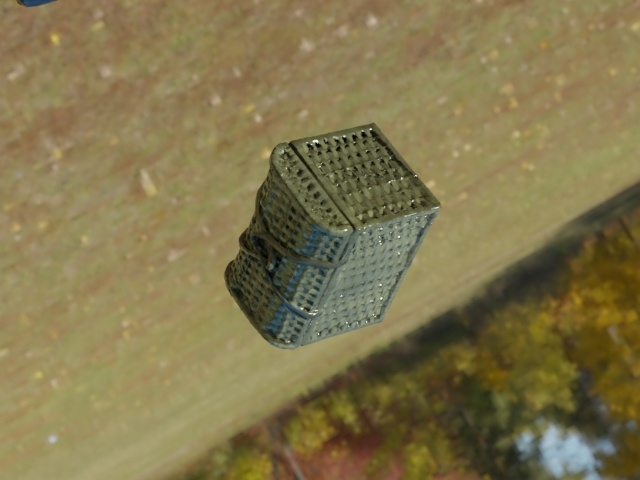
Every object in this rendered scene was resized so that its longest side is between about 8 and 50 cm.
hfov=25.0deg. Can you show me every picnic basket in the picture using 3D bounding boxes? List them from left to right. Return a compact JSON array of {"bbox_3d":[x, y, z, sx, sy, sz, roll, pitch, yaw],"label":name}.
[{"bbox_3d":[0.000,0.000,1.490,0.154,0.134,0.196,-17,148,-34],"label":"picnic basket"}]

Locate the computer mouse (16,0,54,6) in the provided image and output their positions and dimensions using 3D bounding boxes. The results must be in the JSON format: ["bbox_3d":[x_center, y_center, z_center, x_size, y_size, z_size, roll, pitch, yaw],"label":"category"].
[{"bbox_3d":[-0.216,-0.252,0.986,0.088,0.147,0.264,-7,174,-8],"label":"computer mouse"}]
